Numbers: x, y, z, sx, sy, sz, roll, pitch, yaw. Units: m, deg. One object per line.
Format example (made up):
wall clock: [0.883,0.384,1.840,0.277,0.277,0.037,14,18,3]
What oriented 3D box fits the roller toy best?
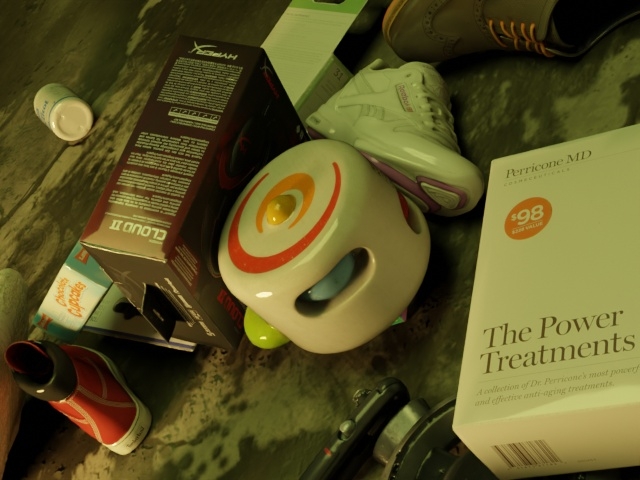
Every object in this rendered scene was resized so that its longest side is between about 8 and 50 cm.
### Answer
roller toy: [0.000,0.000,1.362,0.191,0.146,0.209,-6,53,43]

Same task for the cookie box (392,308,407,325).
cookie box: [0.041,0.053,1.433,0.107,0.040,0.092,-22,43,35]

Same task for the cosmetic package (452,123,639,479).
cosmetic package: [0.305,0.027,1.081,0.377,0.097,0.284,-13,45,31]

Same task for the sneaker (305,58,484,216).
sneaker: [0.094,-0.127,1.482,0.152,0.114,0.305,-49,34,-3]

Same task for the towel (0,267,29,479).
towel: [-0.393,0.189,1.647,0.282,0.049,0.187,104,174,-50]

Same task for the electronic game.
electronic game: [0.146,0.214,1.152,0.229,0.048,0.229,-22,44,23]

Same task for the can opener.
can opener: [0.023,0.206,1.289,0.186,0.059,0.073,-45,35,5]

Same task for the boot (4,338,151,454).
boot: [-0.319,0.151,1.623,0.088,0.176,0.244,-54,34,-7]

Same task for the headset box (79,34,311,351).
headset box: [-0.127,-0.035,1.462,0.110,0.218,0.293,12,65,24]

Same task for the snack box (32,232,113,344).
snack box: [-0.216,-0.046,1.586,0.322,0.060,0.187,-62,8,-32]

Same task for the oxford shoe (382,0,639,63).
oxford shoe: [0.216,-0.256,1.465,0.364,0.130,0.133,-20,50,36]

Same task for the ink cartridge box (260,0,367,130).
ink cartridge box: [-0.019,-0.237,1.770,0.235,0.056,0.171,-54,35,-12]

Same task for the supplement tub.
supplement tub: [-0.408,-0.205,2.161,0.071,0.071,0.107,-51,34,-3]

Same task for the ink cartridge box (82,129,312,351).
ink cartridge box: [-0.159,0.002,1.687,0.303,0.072,0.307,5,63,48]
